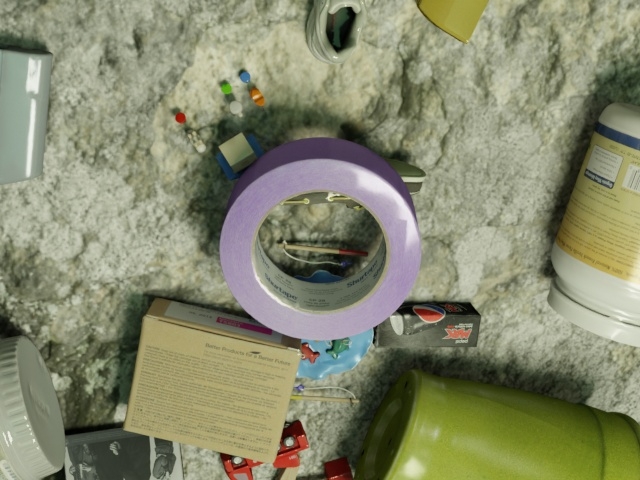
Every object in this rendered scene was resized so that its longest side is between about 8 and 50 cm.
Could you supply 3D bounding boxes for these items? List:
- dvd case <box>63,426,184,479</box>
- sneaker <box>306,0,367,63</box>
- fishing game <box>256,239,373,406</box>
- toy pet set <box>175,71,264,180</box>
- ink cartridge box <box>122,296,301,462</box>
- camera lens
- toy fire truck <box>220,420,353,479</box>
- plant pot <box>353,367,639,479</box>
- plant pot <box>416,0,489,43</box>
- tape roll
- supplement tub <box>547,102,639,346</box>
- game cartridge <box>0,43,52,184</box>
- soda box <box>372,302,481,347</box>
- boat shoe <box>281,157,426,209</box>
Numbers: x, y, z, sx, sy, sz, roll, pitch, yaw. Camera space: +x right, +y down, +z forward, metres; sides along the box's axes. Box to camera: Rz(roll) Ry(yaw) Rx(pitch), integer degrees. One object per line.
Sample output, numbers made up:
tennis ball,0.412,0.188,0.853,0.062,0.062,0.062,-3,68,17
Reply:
dvd case,-0.294,0.405,1.441,0.179,0.029,0.239,-7,81,-9
sneaker,0.029,-0.343,1.244,0.090,0.115,0.232,-7,111,-8
fishing game,-0.012,0.133,1.436,0.189,0.041,0.264,7,109,2
toy pet set,-0.122,-0.152,1.329,0.122,0.065,0.114,-31,78,-2
ink cartridge box,-0.158,0.208,1.402,0.234,0.088,0.193,14,106,-2
camera lens,-0.519,0.264,1.304,0.274,0.219,0.219,-16,112,-5
toy fire truck,-0.053,0.366,1.525,0.192,0.047,0.135,-19,113,-3
plant pot,0.250,0.370,1.447,0.353,0.366,0.366,24,104,-6
plant pot,0.180,-0.328,1.302,0.083,0.081,0.081,24,104,-6
tape roll,0.000,0.000,1.307,0.274,0.090,0.275,0,116,-1
supplement tub,0.477,-0.023,1.389,0.228,0.228,0.316,12,107,-15
game cartridge,-0.512,-0.171,1.238,0.297,0.062,0.198,6,104,-13
soda box,0.163,0.132,1.478,0.168,0.053,0.060,0,110,-12
boat shoe,0.038,-0.081,1.365,0.227,0.081,0.069,3,112,-5
